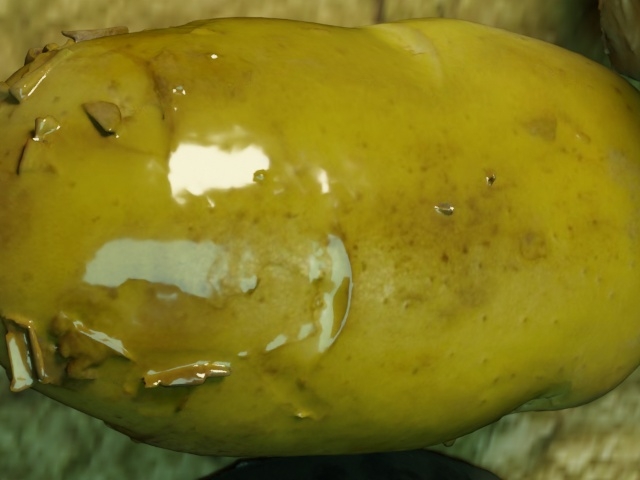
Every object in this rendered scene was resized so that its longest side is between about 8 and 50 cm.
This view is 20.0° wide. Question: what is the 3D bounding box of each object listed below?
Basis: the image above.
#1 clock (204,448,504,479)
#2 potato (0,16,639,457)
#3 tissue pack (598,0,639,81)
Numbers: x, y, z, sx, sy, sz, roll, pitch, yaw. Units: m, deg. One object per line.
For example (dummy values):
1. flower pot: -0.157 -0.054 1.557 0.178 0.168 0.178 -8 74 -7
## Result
1. clock: 0.003 0.243 0.845 0.312 0.061 0.313 -8 116 -16
2. potato: 0.000 0.000 0.692 0.300 0.140 0.173 -1 104 -25
3. tissue pack: 0.238 -0.130 0.698 0.234 0.159 0.125 -12 103 -15
